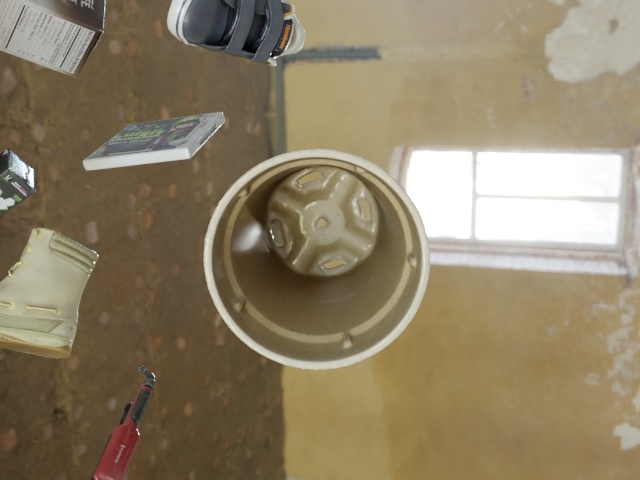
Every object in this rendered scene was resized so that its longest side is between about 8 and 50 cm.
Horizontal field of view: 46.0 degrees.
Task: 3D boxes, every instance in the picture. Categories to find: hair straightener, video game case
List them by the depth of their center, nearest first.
[{"bbox_3d":[-0.297,0.285,1.127,0.089,0.047,0.230,-54,19,36],"label":"hair straightener"},{"bbox_3d":[-0.275,-0.169,1.266,0.173,0.190,0.022,-66,-33,-59],"label":"video game case"}]

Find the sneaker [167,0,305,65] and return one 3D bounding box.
[{"bbox_3d":[-0.124,-0.370,1.274,0.126,0.127,0.321,-65,-15,23],"label":"sneaker"}]

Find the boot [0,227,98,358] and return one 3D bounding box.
[{"bbox_3d":[-0.520,0.069,1.255,0.095,0.261,0.204,134,150,-61],"label":"boot"}]

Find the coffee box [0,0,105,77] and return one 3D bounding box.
[{"bbox_3d":[-0.502,-0.400,1.193,0.297,0.119,0.168,16,-132,-32],"label":"coffee box"}]

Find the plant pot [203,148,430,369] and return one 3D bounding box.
[{"bbox_3d":[0.000,0.000,1.251,0.305,0.333,0.334,-80,-10,-77],"label":"plant pot"}]

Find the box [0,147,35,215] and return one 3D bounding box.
[{"bbox_3d":[-0.446,-0.076,1.044,0.052,0.083,0.062,53,-174,-41],"label":"box"}]
